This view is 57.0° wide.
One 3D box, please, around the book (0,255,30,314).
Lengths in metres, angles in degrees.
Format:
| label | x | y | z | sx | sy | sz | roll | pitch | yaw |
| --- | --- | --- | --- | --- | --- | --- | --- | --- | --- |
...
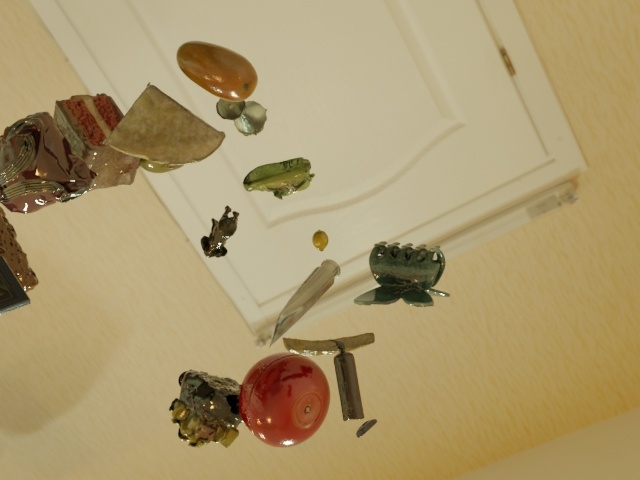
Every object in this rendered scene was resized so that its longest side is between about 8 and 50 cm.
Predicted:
| label | x | y | z | sx | sy | sz | roll | pitch | yaw |
| --- | --- | --- | --- | --- | --- | --- | --- | --- | --- |
| book | -0.946 | 0.150 | 1.564 | 0.269 | 0.191 | 0.025 | -23 | 145 | -38 |

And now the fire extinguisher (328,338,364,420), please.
| label | x | y | z | sx | sy | sz | roll | pitch | yaw |
| --- | --- | --- | --- | --- | --- | --- | --- | --- | --- |
| fire extinguisher | 0.080 | 0.454 | 1.936 | 0.089 | 0.267 | 0.072 | -1 | 165 | -30 |

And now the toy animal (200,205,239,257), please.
| label | x | y | z | sx | sy | sz | roll | pitch | yaw |
| --- | --- | --- | --- | --- | --- | --- | --- | --- | --- |
| toy animal | -0.399 | -0.026 | 2.291 | 0.146 | 0.115 | 0.245 | -87 | -159 | -46 |

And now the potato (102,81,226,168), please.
| label | x | y | z | sx | sy | sz | roll | pitch | yaw |
| --- | --- | --- | --- | --- | --- | --- | --- | --- | --- |
| potato | -0.421 | -0.281 | 1.613 | 0.211 | 0.264 | 0.189 | -59 | -166 | -3 |

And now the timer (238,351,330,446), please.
| label | x | y | z | sx | sy | sz | roll | pitch | yaw |
| --- | --- | --- | --- | --- | --- | --- | --- | --- | --- |
| timer | -0.137 | 0.645 | 2.394 | 0.378 | 0.378 | 0.279 | -39 | -151 | -27 |

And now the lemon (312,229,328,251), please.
| label | x | y | z | sx | sy | sz | roll | pitch | yaw |
| --- | --- | --- | --- | --- | --- | --- | --- | --- | --- |
| lemon | 0.000 | 0.000 | 2.164 | 0.062 | 0.083 | 0.062 | -9 | 172 | -1 |

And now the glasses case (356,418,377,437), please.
| label | x | y | z | sx | sy | sz | roll | pitch | yaw |
| --- | --- | --- | --- | --- | --- | --- | --- | --- | --- |
| glasses case | 0.126 | 0.512 | 1.620 | 0.083 | 0.023 | 0.033 | -17 | 149 | -55 |

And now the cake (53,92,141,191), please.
| label | x | y | z | sx | sy | sz | roll | pitch | yaw |
| --- | --- | --- | --- | --- | --- | --- | --- | --- | --- |
| cake | -0.813 | -0.355 | 2.124 | 0.237 | 0.309 | 0.230 | -17 | 147 | -44 |

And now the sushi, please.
| label | x | y | z | sx | sy | sz | roll | pitch | yaw |
| --- | --- | --- | --- | --- | --- | --- | --- | --- | --- |
| sushi | -0.461 | 0.744 | 2.563 | 0.328 | 0.329 | 0.285 | 14 | -97 | 37 |

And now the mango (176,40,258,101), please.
| label | x | y | z | sx | sy | sz | roll | pitch | yaw |
| --- | --- | --- | --- | --- | --- | --- | --- | --- | --- |
| mango | -0.265 | -0.432 | 1.488 | 0.151 | 0.221 | 0.120 | -82 | -162 | -75 |

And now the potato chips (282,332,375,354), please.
| label | x | y | z | sx | sy | sz | roll | pitch | yaw |
| --- | --- | --- | --- | --- | --- | --- | --- | --- | --- |
| potato chips | 0.029 | 0.394 | 2.219 | 0.407 | 0.057 | 0.080 | 2 | 143 | -31 |

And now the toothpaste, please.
| label | x | y | z | sx | sy | sz | roll | pitch | yaw |
| --- | --- | --- | --- | --- | --- | --- | --- | --- | --- |
| toothpaste | -0.039 | 0.143 | 1.461 | 0.323 | 0.066 | 0.100 | -45 | 158 | -55 |

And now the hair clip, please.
| label | x | y | z | sx | sy | sz | roll | pitch | yaw |
| --- | --- | --- | --- | --- | --- | --- | --- | --- | --- |
| hair clip | 0.348 | 0.131 | 2.400 | 0.318 | 0.238 | 0.392 | 4 | -175 | 31 |

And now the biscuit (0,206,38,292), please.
| label | x | y | z | sx | sy | sz | roll | pitch | yaw |
| --- | --- | --- | --- | --- | --- | --- | --- | --- | --- |
| biscuit | -1.244 | 0.093 | 2.064 | 0.395 | 0.342 | 0.166 | -26 | 178 | 9 |

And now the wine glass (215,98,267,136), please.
| label | x | y | z | sx | sy | sz | roll | pitch | yaw |
| --- | --- | --- | --- | --- | --- | --- | --- | --- | --- |
| wine glass | -0.320 | -0.515 | 2.364 | 0.156 | 0.156 | 0.232 | -28 | 173 | 10 |

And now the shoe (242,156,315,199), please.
| label | x | y | z | sx | sy | sz | roll | pitch | yaw |
| --- | --- | --- | --- | --- | --- | --- | --- | --- | --- |
| shoe | -0.151 | -0.218 | 2.142 | 0.262 | 0.128 | 0.140 | -18 | -163 | 6 |

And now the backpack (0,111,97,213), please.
| label | x | y | z | sx | sy | sz | roll | pitch | yaw |
| --- | --- | --- | --- | --- | --- | --- | --- | --- | --- |
| backpack | -0.908 | -0.218 | 1.835 | 0.317 | 0.283 | 0.197 | -24 | -157 | 13 |

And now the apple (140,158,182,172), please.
| label | x | y | z | sx | sy | sz | roll | pitch | yaw |
| --- | --- | --- | --- | --- | --- | --- | --- | --- | --- |
| apple | -0.623 | -0.399 | 2.263 | 0.279 | 0.279 | 0.279 | -28 | -164 | 9 |
